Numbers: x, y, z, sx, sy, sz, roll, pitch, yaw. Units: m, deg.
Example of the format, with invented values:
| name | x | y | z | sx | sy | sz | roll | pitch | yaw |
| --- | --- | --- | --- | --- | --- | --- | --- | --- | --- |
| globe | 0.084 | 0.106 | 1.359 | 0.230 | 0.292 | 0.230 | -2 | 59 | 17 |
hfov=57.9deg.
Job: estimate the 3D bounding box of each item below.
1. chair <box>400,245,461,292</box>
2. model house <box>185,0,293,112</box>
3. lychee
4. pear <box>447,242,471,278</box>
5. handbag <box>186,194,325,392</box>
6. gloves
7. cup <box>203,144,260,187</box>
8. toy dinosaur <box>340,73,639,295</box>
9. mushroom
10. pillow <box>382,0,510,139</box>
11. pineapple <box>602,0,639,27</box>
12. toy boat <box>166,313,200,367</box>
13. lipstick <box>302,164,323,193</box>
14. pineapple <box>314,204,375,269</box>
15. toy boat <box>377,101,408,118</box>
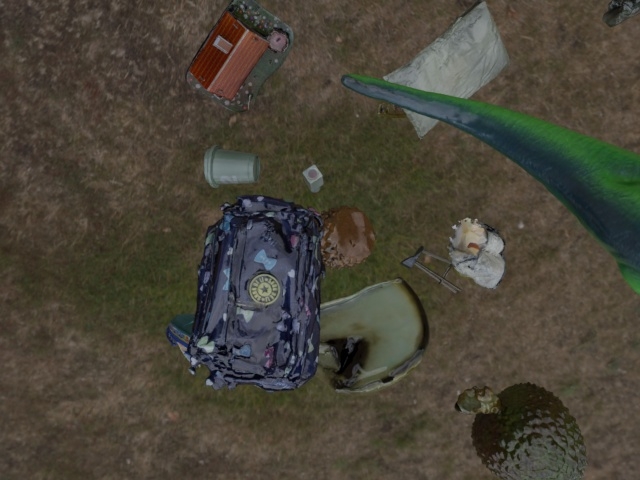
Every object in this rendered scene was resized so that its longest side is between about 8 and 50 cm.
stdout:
| name | x | y | z | sx | sy | sz | roll | pitch | yaw |
| --- | --- | --- | --- | --- | --- | --- | --- | --- | --- |
| chair | 0.387 | 0.090 | 1.946 | 0.222 | 0.104 | 0.095 | 27 | 80 | 6 |
| model house | -0.216 | -0.472 | 1.533 | 0.207 | 0.154 | 0.294 | 32 | 113 | -19 |
| lychee | 0.511 | 0.489 | 1.454 | 0.270 | 0.319 | 0.270 | -24 | 163 | -8 |
| pear | 0.543 | 0.058 | 2.119 | 0.137 | 0.167 | 0.167 | -7 | 127 | -15 |
| handbag | -0.080 | 0.067 | 0.752 | 0.162 | 0.260 | 0.113 | 5 | 171 | 12 |
| gloves | 0.301 | 0.024 | 1.091 | 0.153 | 0.114 | 0.070 | 30 | 156 | -36 |
| cup | -0.243 | -0.203 | 1.603 | 0.141 | 0.120 | 0.119 | 4 | 126 | 5 |
| toy dinosaur | 0.227 | 0.009 | 0.403 | 0.501 | 0.374 | 0.143 | 16 | 118 | 3 |
| mushroom | 0.075 | 0.228 | 1.189 | 0.292 | 0.217 | 0.211 | -7 | 143 | -31 |
| pillow | 0.239 | -0.315 | 1.076 | 0.230 | 0.050 | 0.148 | -38 | 116 | 6 |
| pineapple | 0.405 | -0.265 | 0.443 | 0.362 | 0.175 | 0.175 | -21 | 127 | 21 |
| toy boat | -0.249 | 0.205 | 1.136 | 0.091 | 0.175 | 0.110 | -21 | 117 | -44 |
| lipstick | -0.013 | -0.115 | 1.164 | 0.030 | 0.030 | 0.129 | -35 | 169 | -4 |
| pineapple | 0.001 | 0.002 | 1.958 | 0.223 | 0.222 | 0.358 | 38 | 151 | -30 |
| toy boat | 0.261 | -0.396 | 1.696 | 0.088 | 0.226 | 0.068 | 9 | 88 | -49 |
